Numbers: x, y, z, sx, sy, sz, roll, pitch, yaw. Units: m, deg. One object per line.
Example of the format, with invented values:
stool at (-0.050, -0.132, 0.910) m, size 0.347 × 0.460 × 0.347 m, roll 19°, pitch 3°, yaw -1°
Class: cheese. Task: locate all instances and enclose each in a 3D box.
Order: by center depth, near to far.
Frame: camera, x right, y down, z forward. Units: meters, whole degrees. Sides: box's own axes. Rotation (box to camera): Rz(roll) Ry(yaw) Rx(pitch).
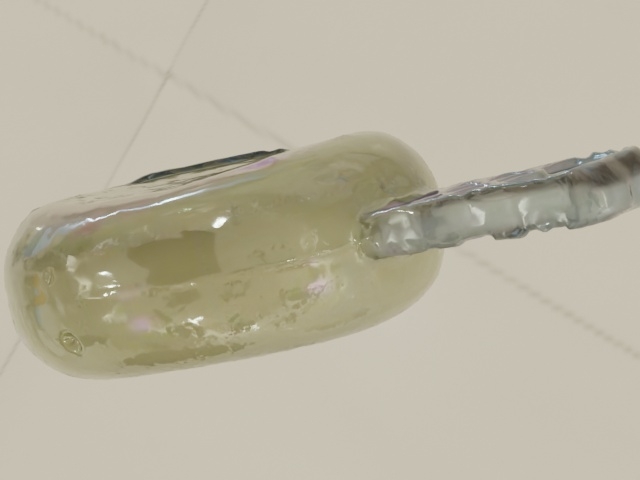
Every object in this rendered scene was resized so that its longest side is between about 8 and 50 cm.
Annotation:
cheese at (0.002, -0.001, 0.470) m, size 0.171 × 0.092 × 0.047 m, roll -12°, pitch 97°, yaw 20°
